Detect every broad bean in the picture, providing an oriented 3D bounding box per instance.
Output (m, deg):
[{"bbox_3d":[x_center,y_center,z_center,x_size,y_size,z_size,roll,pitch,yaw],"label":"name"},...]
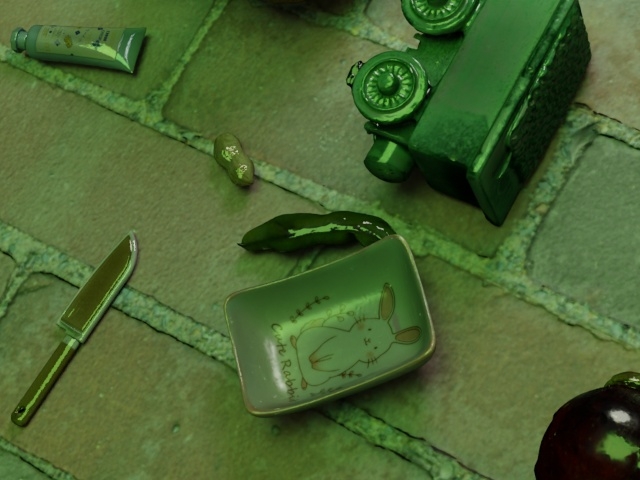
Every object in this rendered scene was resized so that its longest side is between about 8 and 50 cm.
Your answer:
[{"bbox_3d":[0.005,-0.007,1.830,0.195,0.046,0.061,10,67,22],"label":"broad bean"}]

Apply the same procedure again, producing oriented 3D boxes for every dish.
[{"bbox_3d":[0.016,0.101,1.756,0.212,0.077,0.151,-20,59,10],"label":"dish"}]

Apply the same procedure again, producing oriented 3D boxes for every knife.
[{"bbox_3d":[-0.280,0.096,1.897,0.046,0.022,0.256,26,77,32],"label":"knife"}]

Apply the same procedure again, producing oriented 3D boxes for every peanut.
[{"bbox_3d":[-0.097,-0.091,1.912,0.037,0.037,0.083,-39,51,-1],"label":"peanut"}]

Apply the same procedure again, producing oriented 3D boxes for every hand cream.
[{"bbox_3d":[-0.298,-0.240,2.050,0.171,0.043,0.065,6,68,20],"label":"hand cream"}]

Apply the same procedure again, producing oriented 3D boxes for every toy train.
[{"bbox_3d":[0.155,-0.169,1.796,0.202,0.145,0.266,24,76,24],"label":"toy train"}]

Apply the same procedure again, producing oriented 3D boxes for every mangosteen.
[{"bbox_3d":[0.292,0.200,1.573,0.166,0.166,0.180,9,45,23],"label":"mangosteen"}]

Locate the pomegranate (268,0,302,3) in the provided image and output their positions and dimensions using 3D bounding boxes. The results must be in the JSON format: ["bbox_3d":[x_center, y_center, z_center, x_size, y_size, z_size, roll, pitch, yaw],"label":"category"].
[{"bbox_3d":[-0.048,-0.411,1.912,0.281,0.281,0.281,-8,64,16],"label":"pomegranate"}]
